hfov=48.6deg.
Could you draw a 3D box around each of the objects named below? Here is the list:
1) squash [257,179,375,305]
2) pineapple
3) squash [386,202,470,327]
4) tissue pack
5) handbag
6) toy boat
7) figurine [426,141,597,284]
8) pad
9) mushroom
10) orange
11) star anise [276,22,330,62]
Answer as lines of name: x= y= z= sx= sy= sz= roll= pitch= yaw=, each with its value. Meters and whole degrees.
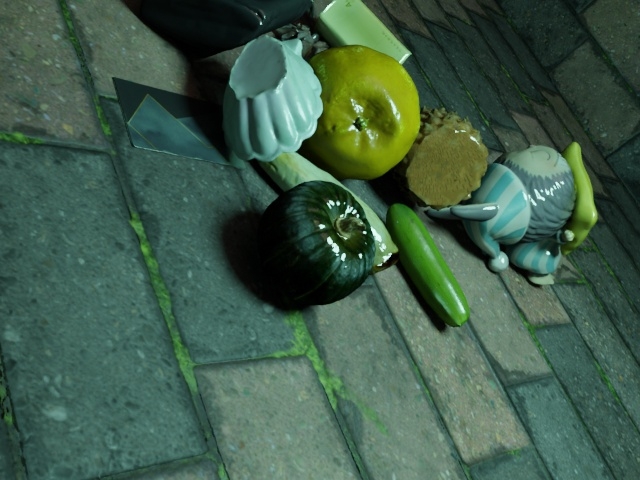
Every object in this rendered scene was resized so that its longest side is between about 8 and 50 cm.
squash: x=-0.005 y=0.002 z=1.192 sx=0.218 sy=0.172 sz=0.218 roll=13 pitch=48 yaw=-14
pineapple: x=0.241 y=-0.221 z=1.670 sx=0.223 sy=0.223 sz=0.357 roll=32 pitch=12 yaw=-22
squash: x=0.218 y=0.052 z=1.473 sx=0.082 sy=0.082 sz=0.292 roll=-8 pitch=64 yaw=-51
tissue pack: x=0.101 y=-0.499 z=1.806 sx=0.234 sy=0.125 sz=0.159 roll=46 pitch=-6 yaw=-4
handbag: x=-0.185 y=-0.473 z=1.466 sx=0.275 sy=0.178 sz=0.302 roll=32 pitch=33 yaw=2
toy boat: x=-0.099 y=-0.283 z=1.323 sx=0.100 sy=0.199 sz=0.290 roll=66 pitch=21 yaw=-52
figurine: x=0.439 y=-0.067 z=1.756 sx=0.378 sy=0.361 sz=0.266 roll=3 pitch=42 yaw=-4
pad: x=-0.251 y=-0.210 z=1.282 sx=0.243 sy=0.004 sz=0.163 roll=7 pitch=52 yaw=-45
mushroom: x=0.022 y=-0.067 z=1.374 sx=0.333 sy=0.087 sz=0.107 roll=44 pitch=35 yaw=-2
orange: x=0.067 y=-0.255 z=1.439 sx=0.279 sy=0.279 sz=0.235 roll=39 pitch=21 yaw=-13
star anise: x=-0.026 y=-0.478 z=1.746 sx=0.182 sy=0.065 sz=0.195 roll=8 pitch=42 yaw=-51
